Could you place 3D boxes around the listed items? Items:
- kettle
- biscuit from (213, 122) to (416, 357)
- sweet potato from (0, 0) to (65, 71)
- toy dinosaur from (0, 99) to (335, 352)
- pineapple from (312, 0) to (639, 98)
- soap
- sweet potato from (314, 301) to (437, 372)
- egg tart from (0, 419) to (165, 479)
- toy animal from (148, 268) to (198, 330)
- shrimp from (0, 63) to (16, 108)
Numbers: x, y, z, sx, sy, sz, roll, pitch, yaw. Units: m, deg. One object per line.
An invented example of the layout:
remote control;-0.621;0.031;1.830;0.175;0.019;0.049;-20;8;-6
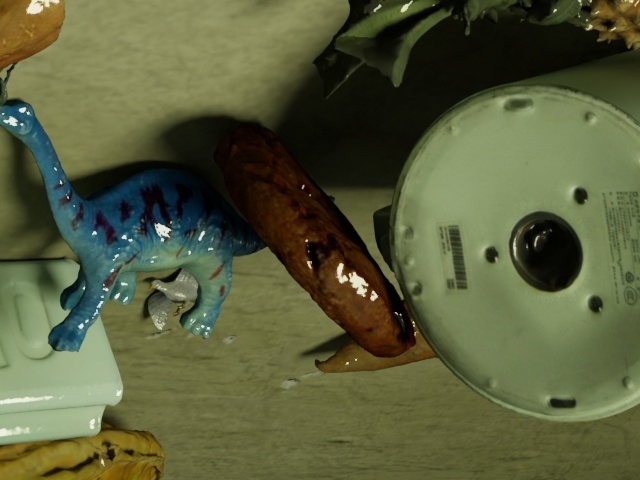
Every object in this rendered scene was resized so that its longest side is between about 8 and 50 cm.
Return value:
kettle;0.191;-0.011;1.152;0.265;0.205;0.318;-42;170;35
biscuit;0.000;0.000;1.140;0.049;0.192;0.192;-40;150;9
sweet potato;-0.239;-0.092;0.897;0.251;0.097;0.097;-26;153;16
toy dinosaur;-0.120;0.004;1.171;0.329;0.076;0.144;16;103;-50
pineapple;0.124;-0.151;1.022;0.277;0.130;0.119;-11;139;-19
soap;-0.244;0.077;1.166;0.198;0.119;0.066;-2;147;-35
sweet potato;0.093;0.074;1.490;0.205;0.060;0.068;-21;116;1
egg tart;-0.302;0.304;1.411;0.443;0.178;0.443;-28;165;-8
toy animal;-0.108;0.042;1.303;0.084;0.028;0.050;-39;157;28
shrimp;-0.289;-0.044;0.989;0.198;0.051;0.262;4;146;-40
